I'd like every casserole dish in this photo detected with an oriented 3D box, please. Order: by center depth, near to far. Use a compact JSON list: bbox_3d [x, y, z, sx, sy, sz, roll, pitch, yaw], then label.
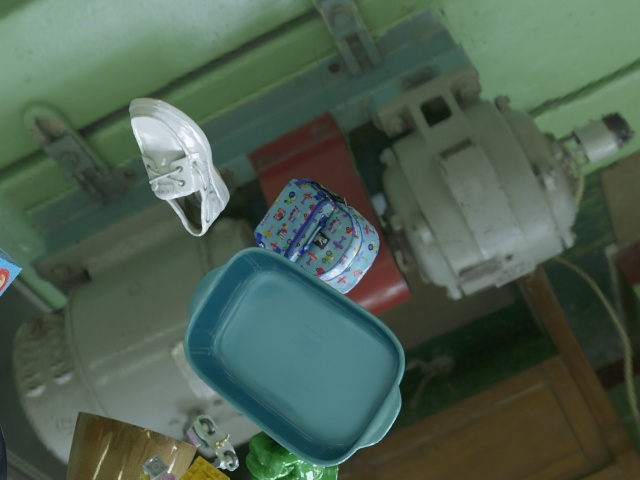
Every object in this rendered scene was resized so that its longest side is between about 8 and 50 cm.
[{"bbox_3d":[-0.017,0.084,0.695,0.114,0.188,0.037,-59,153,2],"label":"casserole dish"}]

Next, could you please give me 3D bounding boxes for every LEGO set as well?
[{"bbox_3d":[-0.221,0.321,1.095,0.287,0.132,0.107,-20,148,-33],"label":"LEGO set"}]

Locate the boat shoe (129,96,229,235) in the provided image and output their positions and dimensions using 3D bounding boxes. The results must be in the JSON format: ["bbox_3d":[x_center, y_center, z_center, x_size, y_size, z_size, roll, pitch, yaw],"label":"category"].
[{"bbox_3d":[-0.219,-0.104,1.447,0.098,0.096,0.277,4,148,24],"label":"boat shoe"}]

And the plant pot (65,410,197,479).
[{"bbox_3d":[-0.385,0.478,1.771,0.237,0.254,0.237,16,164,5],"label":"plant pot"}]

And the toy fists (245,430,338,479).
[{"bbox_3d":[-0.043,0.299,1.491,0.142,0.096,0.279,-3,113,-16],"label":"toy fists"}]

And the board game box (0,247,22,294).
[{"bbox_3d":[-0.629,0.098,1.369,0.308,0.086,0.302,-52,161,-6],"label":"board game box"}]

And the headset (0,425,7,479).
[{"bbox_3d":[-0.495,0.200,1.068,0.243,0.394,0.185,-44,162,7],"label":"headset"}]

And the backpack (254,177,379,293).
[{"bbox_3d":[0.000,0.000,1.542,0.158,0.173,0.117,-52,144,3],"label":"backpack"}]
